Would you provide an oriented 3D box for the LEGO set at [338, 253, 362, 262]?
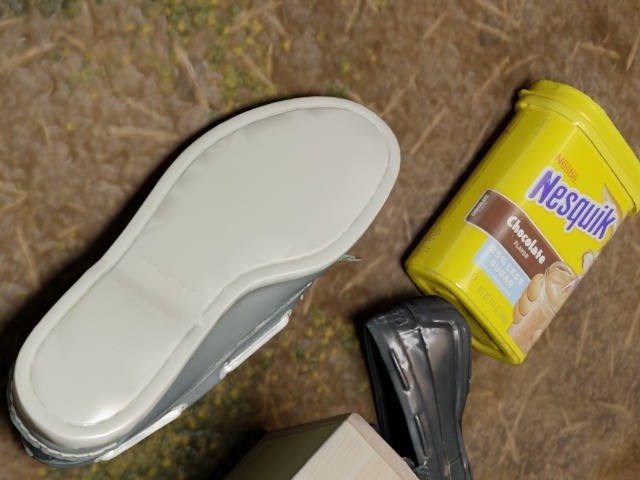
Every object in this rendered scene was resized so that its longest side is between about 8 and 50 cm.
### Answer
[{"bbox_3d":[-0.002,-0.001,1.262,0.083,0.023,0.054,-31,96,-10],"label":"LEGO set"}]

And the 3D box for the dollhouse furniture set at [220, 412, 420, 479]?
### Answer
[{"bbox_3d":[0.043,0.342,1.189,0.394,0.362,0.256,48,67,-8],"label":"dollhouse furniture set"}]

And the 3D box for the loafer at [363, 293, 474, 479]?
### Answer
[{"bbox_3d":[0.062,0.146,1.327,0.078,0.076,0.223,-11,112,-21],"label":"loafer"}]

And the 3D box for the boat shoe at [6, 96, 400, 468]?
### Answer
[{"bbox_3d":[-0.074,0.024,1.182,0.319,0.116,0.099,-44,169,-30],"label":"boat shoe"}]

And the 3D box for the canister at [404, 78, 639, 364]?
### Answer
[{"bbox_3d":[0.149,-0.011,1.351,0.170,0.073,0.126,-53,128,-14],"label":"canister"}]
